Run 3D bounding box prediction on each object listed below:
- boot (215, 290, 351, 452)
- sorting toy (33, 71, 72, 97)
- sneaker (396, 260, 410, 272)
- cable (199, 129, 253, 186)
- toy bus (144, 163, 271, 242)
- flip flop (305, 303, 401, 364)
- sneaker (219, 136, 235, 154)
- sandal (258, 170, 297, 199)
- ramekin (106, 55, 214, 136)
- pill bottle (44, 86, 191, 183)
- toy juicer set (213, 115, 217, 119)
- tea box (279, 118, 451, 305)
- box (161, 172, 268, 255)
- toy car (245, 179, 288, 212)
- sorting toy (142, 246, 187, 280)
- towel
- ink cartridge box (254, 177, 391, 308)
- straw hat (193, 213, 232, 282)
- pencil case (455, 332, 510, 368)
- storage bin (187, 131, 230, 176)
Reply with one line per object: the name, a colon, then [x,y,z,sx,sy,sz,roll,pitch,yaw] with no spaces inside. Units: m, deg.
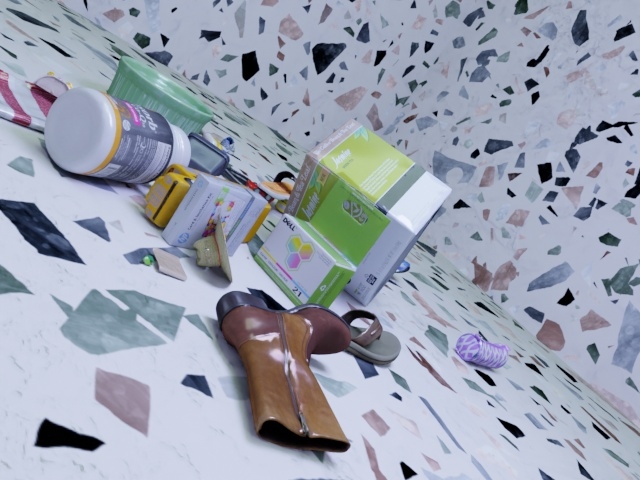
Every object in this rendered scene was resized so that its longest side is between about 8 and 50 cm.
boot: [-0.014,0.196,0.891,0.264,0.096,0.280,27,15,-35]
sorting toy: [-0.609,-0.354,1.349,0.083,0.045,0.075,32,-5,-29]
sneaker: [0.196,-0.006,2.105,0.330,0.147,0.130,41,13,21]
cable: [-0.313,-0.253,1.842,0.287,0.072,0.139,41,19,24]
toy bus: [-0.243,-0.078,1.273,0.130,0.108,0.332,41,13,27]
flip flop: [0.075,0.181,1.221,0.277,0.080,0.112,27,15,-33]
sneaker: [-0.341,-0.357,2.196,0.052,0.058,0.135,36,11,0]
sandal: [-0.105,-0.173,1.831,0.102,0.076,0.265,38,13,10]
ramekin: [-0.482,-0.393,1.730,0.303,0.148,0.303,34,12,-8]
pill bottle: [-0.397,-0.199,1.191,0.162,0.162,0.278,39,13,18]
toy juicer set: [-0.542,-0.464,2.020,0.329,0.089,0.209,18,7,-31]
tea box: [0.099,-0.069,1.520,0.323,0.329,0.220,37,49,11]
box: [-0.205,-0.046,1.167,0.038,0.145,0.186,41,13,30]
toy car: [-0.110,-0.086,1.805,0.225,0.053,0.239,43,15,30]
sorting toy: [-0.268,0.037,0.996,0.083,0.012,0.062,30,18,-41]
towel: [-0.635,-0.299,1.228,0.329,0.037,0.237,21,20,-50]
ink cartridge box: [0.000,0.000,1.286,0.189,0.255,0.097,43,14,34]
straw hat: [-0.206,0.021,1.099,0.061,0.144,0.144,-12,27,-10]
pencil case: [0.488,0.329,1.762,0.206,0.088,0.086,24,19,-46]
storage bin: [-0.337,-0.215,1.618,0.135,0.098,0.091,35,40,-5]
